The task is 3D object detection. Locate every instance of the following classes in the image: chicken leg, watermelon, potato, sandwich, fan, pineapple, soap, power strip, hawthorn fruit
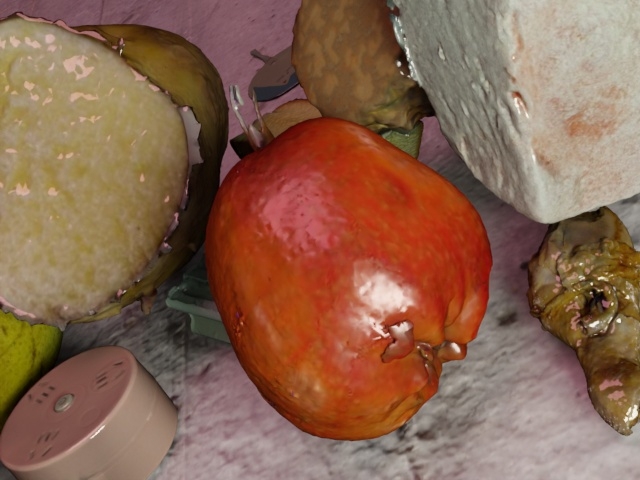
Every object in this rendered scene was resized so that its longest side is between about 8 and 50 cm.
[{"bbox_3d":[0.191,0.057,0.842,0.084,0.069,0.198,-10,41,3],"label":"chicken leg"},{"bbox_3d":[0.178,-0.139,0.884,0.228,0.387,0.258,9,89,36],"label":"watermelon"},{"bbox_3d":[-0.199,-0.067,1.213,0.301,0.237,0.289,41,98,17],"label":"potato"},{"bbox_3d":[0.015,-0.081,1.190,0.094,0.096,0.258,-43,29,-18],"label":"sandwich"},{"bbox_3d":[-0.056,-0.224,1.549,0.113,0.005,0.175,-43,31,-5],"label":"fan"},{"bbox_3d":[0.131,-0.190,1.095,0.169,0.169,0.340,-5,8,45],"label":"pineapple"},{"bbox_3d":[-0.044,0.044,1.111,0.198,0.063,0.114,9,56,53],"label":"soap"},{"bbox_3d":[-0.210,0.172,1.095,0.154,0.078,0.154,-25,29,15],"label":"power strip"},{"bbox_3d":[0.000,0.000,0.927,0.211,0.211,0.299,-37,71,3],"label":"hawthorn fruit"}]

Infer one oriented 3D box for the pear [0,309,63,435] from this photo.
[{"bbox_3d":[-0.389,0.090,1.239,0.253,0.253,0.307,-31,28,14],"label":"pear"}]
